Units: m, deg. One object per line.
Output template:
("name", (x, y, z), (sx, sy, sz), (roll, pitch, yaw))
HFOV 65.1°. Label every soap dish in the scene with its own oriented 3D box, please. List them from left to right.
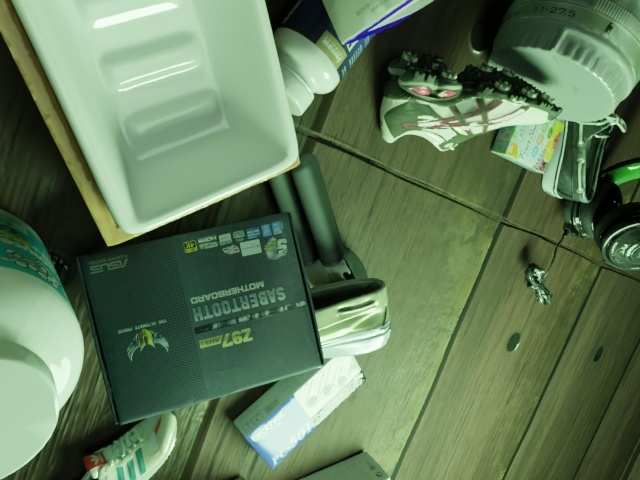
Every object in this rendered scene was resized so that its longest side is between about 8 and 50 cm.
("soap dish", (-0.158, -0.170, 0.482), (0.229, 0.118, 0.290), (-28, 123, -24))

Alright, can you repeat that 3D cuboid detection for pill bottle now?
("pill bottle", (-0.278, 0.069, 0.396), (0.146, 0.264, 0.146), (-15, 117, -31))
("pill bottle", (0.000, -0.234, 0.585), (0.094, 0.094, 0.169), (40, 83, -40))

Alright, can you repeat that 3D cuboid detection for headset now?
("headset", (0.604, -0.017, 1.038), (0.394, 0.243, 0.185), (-32, 122, 5))

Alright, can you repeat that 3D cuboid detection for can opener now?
("can opener", (0.000, 0.000, 0.711), (0.093, 0.074, 0.280), (-64, 143, -45))

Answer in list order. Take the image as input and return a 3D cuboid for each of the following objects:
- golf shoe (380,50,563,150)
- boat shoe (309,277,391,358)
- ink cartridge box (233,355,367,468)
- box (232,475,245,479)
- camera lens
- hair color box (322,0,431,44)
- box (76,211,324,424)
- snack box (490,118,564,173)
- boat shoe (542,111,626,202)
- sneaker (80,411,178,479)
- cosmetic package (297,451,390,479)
("golf shoe", (0.216, -0.195, 0.739), (0.273, 0.105, 0.120), (5, 129, -13))
("boat shoe", (-0.050, 0.109, 0.664), (0.303, 0.109, 0.094), (-8, 110, -19))
("ink cartridge box", (-0.027, 0.254, 0.798), (0.207, 0.046, 0.097), (-39, 126, -17))
("box", (-0.207, 0.491, 0.695), (0.300, 0.154, 0.142), (-12, 115, -31))
("camera lens", (0.410, -0.349, 0.756), (0.219, 0.219, 0.274), (29, 90, -40))
("hair color box", (0.026, -0.370, 0.427), (0.110, 0.185, 0.338), (-31, 104, -21))
("box", (-0.128, 0.080, 0.563), (0.233, 0.059, 0.183), (-12, 93, -12))
("snack box", (0.382, -0.189, 0.921), (0.141, 0.037, 0.100), (12, 100, -38))
("boat shoe", (0.515, -0.224, 0.959), (0.113, 0.105, 0.306), (-4, 111, -35))
("sneaker", (-0.251, 0.277, 0.636), (0.161, 0.057, 0.075), (-52, 135, -4))
("cosmetic package", (0.008, 0.482, 0.895), (0.231, 0.085, 0.117), (-5, 111, -33))
